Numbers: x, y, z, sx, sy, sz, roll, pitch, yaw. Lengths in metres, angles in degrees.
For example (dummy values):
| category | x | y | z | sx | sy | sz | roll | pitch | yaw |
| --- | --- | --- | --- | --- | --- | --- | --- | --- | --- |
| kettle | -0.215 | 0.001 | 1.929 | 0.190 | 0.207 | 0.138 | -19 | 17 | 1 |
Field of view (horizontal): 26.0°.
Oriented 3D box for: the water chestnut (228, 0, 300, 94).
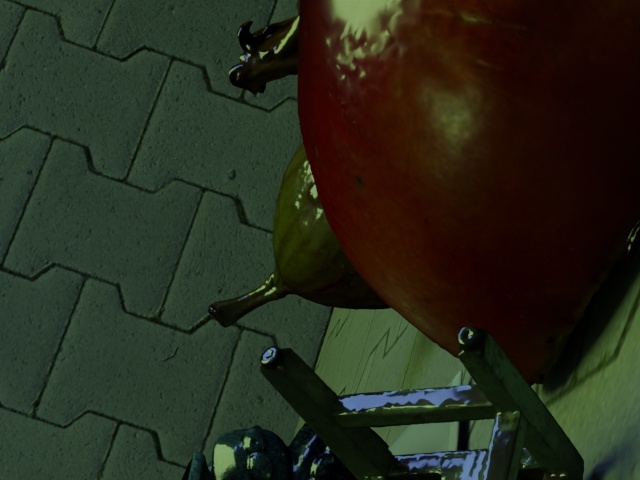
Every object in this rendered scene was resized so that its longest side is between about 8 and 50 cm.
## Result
| category | x | y | z | sx | sy | sz | roll | pitch | yaw |
| --- | --- | --- | --- | --- | --- | --- | --- | --- | --- |
| water chestnut | 0.075 | -0.225 | 1.277 | 0.347 | 0.335 | 0.335 | -39 | 0 | -4 |

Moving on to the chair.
| category | x | y | z | sx | sy | sz | roll | pitch | yaw |
| --- | --- | --- | --- | --- | --- | --- | --- | --- | --- |
| chair | 0.071 | 0.179 | 0.735 | 0.270 | 0.147 | 0.136 | 53 | -138 | -36 |

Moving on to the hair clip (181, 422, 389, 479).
| category | x | y | z | sx | sy | sz | roll | pitch | yaw |
| --- | --- | --- | --- | --- | --- | --- | --- | --- | --- |
| hair clip | -0.055 | 0.307 | 1.345 | 0.194 | 0.206 | 0.310 | 116 | 174 | -54 |

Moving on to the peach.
| category | x | y | z | sx | sy | sz | roll | pitch | yaw |
| --- | --- | --- | --- | --- | --- | --- | --- | --- | --- |
| peach | 0.124 | -0.071 | 0.863 | 0.281 | 0.281 | 0.338 | -77 | -28 | -70 |

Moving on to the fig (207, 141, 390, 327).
| category | x | y | z | sx | sy | sz | roll | pitch | yaw |
| --- | --- | --- | --- | --- | --- | --- | --- | --- | --- |
| fig | 0.000 | 0.000 | 1.513 | 0.321 | 0.217 | 0.217 | -31 | 23 | 27 |

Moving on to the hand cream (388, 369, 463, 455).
| category | x | y | z | sx | sy | sz | roll | pitch | yaw |
| --- | --- | --- | --- | --- | --- | --- | --- | --- | --- |
| hand cream | 0.054 | 0.233 | 1.168 | 0.248 | 0.083 | 0.133 | -59 | 9 | 26 |
